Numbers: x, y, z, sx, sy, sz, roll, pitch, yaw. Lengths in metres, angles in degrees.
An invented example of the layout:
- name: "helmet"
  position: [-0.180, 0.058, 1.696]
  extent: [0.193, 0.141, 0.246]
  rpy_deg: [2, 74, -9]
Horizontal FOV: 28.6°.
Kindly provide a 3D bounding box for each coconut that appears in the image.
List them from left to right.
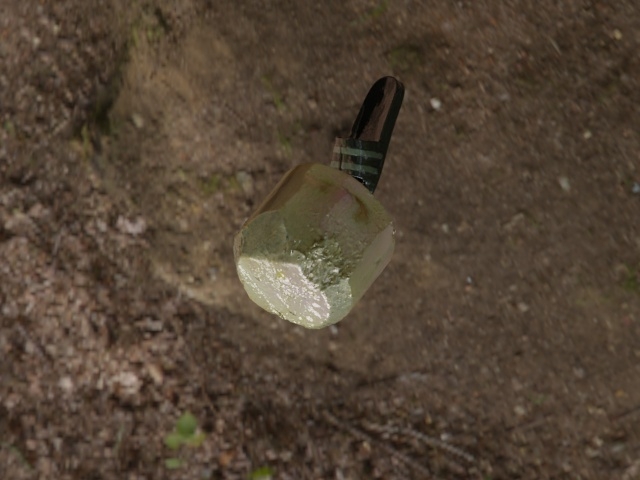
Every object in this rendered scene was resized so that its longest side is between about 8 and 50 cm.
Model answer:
- name: "coconut"
  position: [0.000, 0.000, 1.033]
  extent: [0.116, 0.122, 0.116]
  rpy_deg: [22, 143, 18]

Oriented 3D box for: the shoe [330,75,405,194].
- name: "shoe"
  position: [0.045, -0.122, 1.509]
  extent: [0.049, 0.071, 0.179]
  rpy_deg: [28, 78, -38]
